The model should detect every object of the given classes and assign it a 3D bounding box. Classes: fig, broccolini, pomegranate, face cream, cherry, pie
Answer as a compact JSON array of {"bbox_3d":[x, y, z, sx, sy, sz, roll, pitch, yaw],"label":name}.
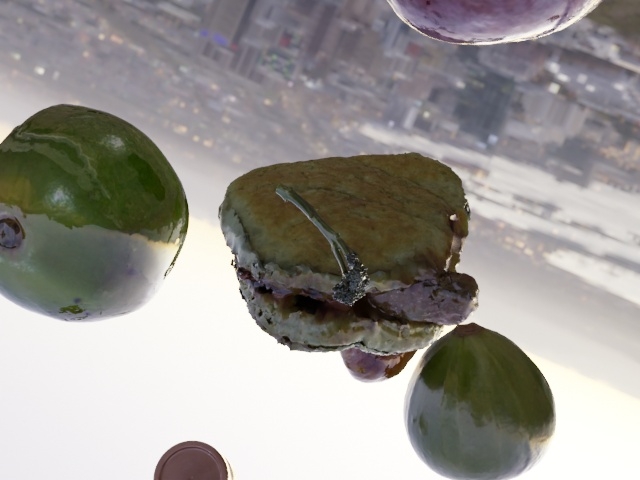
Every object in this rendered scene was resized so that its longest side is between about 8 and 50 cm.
[{"bbox_3d":[0.299,0.300,2.225,0.316,0.316,0.316,23,180,0],"label":"fig"},{"bbox_3d":[0.006,0.002,1.311,0.052,0.054,0.194,14,-153,-40],"label":"broccolini"},{"bbox_3d":[0.090,0.196,2.203,0.159,0.159,0.257,23,161,-5],"label":"fig"},{"bbox_3d":[-0.199,-0.002,1.072,0.159,0.190,0.241,26,157,17],"label":"pomegranate"},{"bbox_3d":[-0.243,0.471,2.290,0.149,0.149,0.104,23,165,14],"label":"face cream"},{"bbox_3d":[0.166,-0.265,1.050,0.250,0.175,0.192,7,140,22],"label":"cherry"},{"bbox_3d":[0.039,-0.007,1.797,0.395,0.180,0.418,3,-144,-5],"label":"pie"}]
